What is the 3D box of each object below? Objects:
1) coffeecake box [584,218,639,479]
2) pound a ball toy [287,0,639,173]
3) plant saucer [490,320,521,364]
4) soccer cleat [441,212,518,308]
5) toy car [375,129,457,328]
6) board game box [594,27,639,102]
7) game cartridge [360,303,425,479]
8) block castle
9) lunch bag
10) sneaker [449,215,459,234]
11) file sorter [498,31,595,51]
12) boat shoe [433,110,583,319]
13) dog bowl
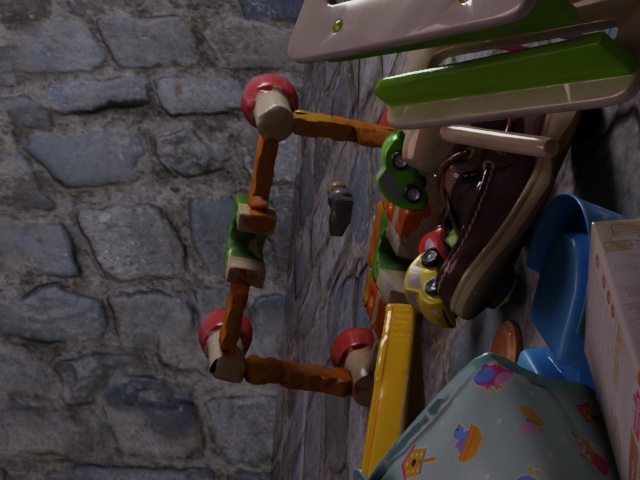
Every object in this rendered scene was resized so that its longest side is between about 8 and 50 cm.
[{"bbox_3d":[0.246,0.095,0.949,0.185,0.068,0.142,-93,-3,-50],"label":"coffeecake box"},{"bbox_3d":[0.130,-0.160,1.012,0.319,0.208,0.136,0,65,55],"label":"pound a ball toy"},{"bbox_3d":[0.205,0.131,1.449,0.083,0.013,0.084,-171,90,-81],"label":"plant saucer"},{"bbox_3d":[0.179,0.021,1.492,0.060,0.072,0.179,-54,19,19],"label":"soccer cleat"},{"bbox_3d":[0.113,-0.021,1.544,0.239,0.053,0.225,-58,-52,-71],"label":"toy car"},{"bbox_3d":[0.300,-0.181,0.882,0.303,0.097,0.224,-98,19,-61],"label":"board game box"},{"bbox_3d":[0.088,0.276,1.555,0.324,0.052,0.285,-81,-12,-44],"label":"game cartridge"},{"bbox_3d":[0.000,0.000,1.923,0.213,0.303,0.453,-108,29,-72],"label":"block castle"},{"bbox_3d":[0.124,0.256,1.013,0.262,0.160,0.223,-47,38,28],"label":"lunch bag"},{"bbox_3d":[0.198,-0.120,1.496,0.286,0.109,0.130,-105,29,-45],"label":"sneaker"},{"bbox_3d":[0.227,-0.310,1.162,0.202,0.182,0.291,-146,64,-80],"label":"file sorter"},{"bbox_3d":[0.156,-0.061,1.225,0.342,0.123,0.123,-58,-10,-43],"label":"boat shoe"},{"bbox_3d":[0.226,0.107,1.161,0.166,0.074,0.297,-108,28,-70],"label":"dog bowl"}]
